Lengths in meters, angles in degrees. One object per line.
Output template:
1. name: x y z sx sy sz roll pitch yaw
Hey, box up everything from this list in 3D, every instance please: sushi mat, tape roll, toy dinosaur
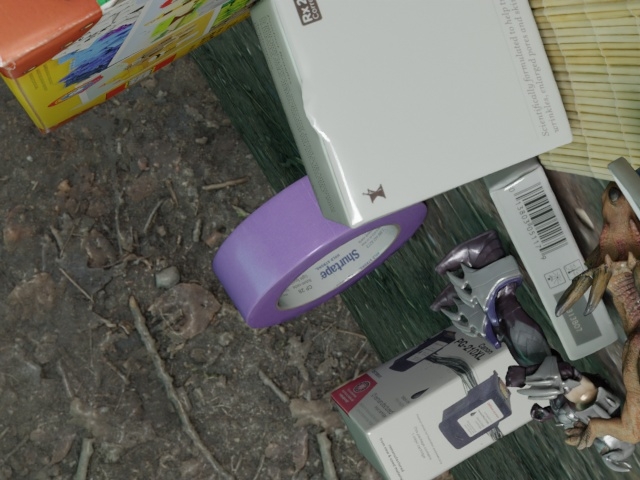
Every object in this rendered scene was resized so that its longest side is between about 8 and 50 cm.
1. sushi mat: 0.198 -0.107 0.890 0.316 0.019 0.151 -151 39 -74
2. tape roll: 0.000 0.000 1.678 0.090 0.275 0.275 57 172 15
3. toy dinosaur: 0.272 0.098 0.954 0.296 0.127 0.200 42 156 46

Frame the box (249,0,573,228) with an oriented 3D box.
1. box: 0.064 -0.125 0.980 0.119 0.182 0.181 -154 44 -79

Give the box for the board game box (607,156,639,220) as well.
1. board game box: 0.307 0.155 0.661 0.390 0.050 0.390 54 -170 -19

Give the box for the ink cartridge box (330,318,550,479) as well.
1. ink cartridge box: 0.154 0.190 1.596 0.100 0.237 0.172 63 171 -15

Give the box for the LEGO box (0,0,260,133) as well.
1. LEGO box: -0.089 -0.258 0.883 0.193 0.372 0.500 59 173 -6

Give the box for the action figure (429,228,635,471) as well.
1. action figure: 0.227 0.128 1.347 0.285 0.099 0.185 52 175 29

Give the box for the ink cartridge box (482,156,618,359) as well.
1. ink cartridge box: 0.203 -0.019 1.247 0.189 0.066 0.232 61 -167 -20
